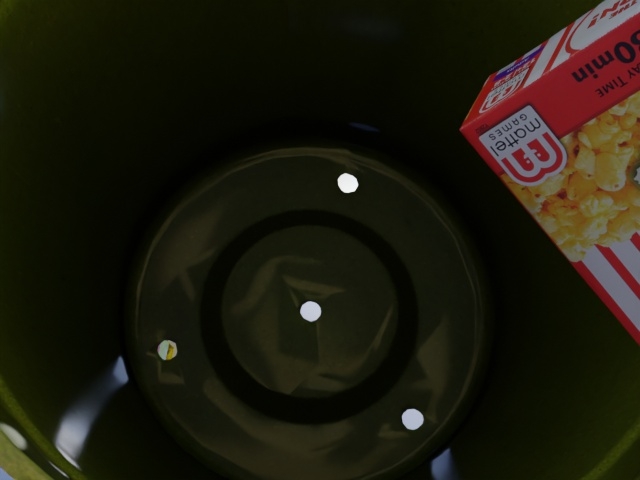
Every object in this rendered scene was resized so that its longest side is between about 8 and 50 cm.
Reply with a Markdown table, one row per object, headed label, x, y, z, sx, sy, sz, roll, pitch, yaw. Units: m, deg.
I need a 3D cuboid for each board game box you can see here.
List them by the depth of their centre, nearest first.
| label | x | y | z | sx | sy | sz | roll | pitch | yaw |
| --- | --- | --- | --- | --- | --- | --- | --- | --- | --- |
| board game box | 0.162 | -0.007 | 0.450 | 0.193 | 0.147 | 0.045 | 48 | -144 | -11 |

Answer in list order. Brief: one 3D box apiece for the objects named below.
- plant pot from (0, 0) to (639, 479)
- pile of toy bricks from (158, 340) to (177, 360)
| label | x | y | z | sx | sy | sz | roll | pitch | yaw |
| --- | --- | --- | --- | --- | --- | --- | --- | --- | --- |
| plant pot | 0.000 | 0.000 | 0.734 | 0.366 | 0.353 | 0.366 | 1 | -105 | -3 |
| pile of toy bricks | -0.138 | 0.006 | 1.019 | 0.105 | 0.118 | 0.212 | 67 | -147 | -69 |
